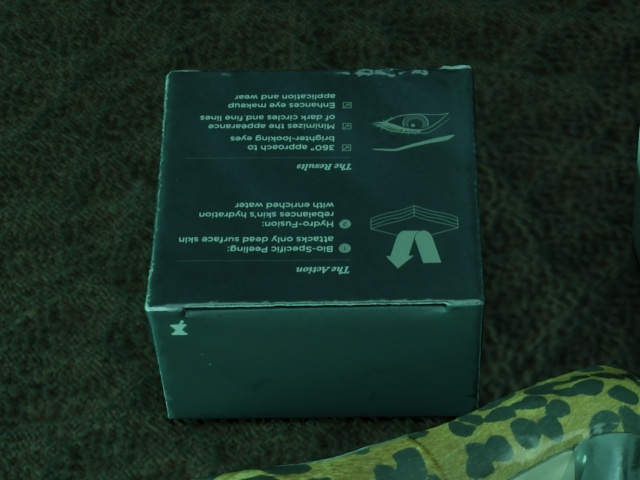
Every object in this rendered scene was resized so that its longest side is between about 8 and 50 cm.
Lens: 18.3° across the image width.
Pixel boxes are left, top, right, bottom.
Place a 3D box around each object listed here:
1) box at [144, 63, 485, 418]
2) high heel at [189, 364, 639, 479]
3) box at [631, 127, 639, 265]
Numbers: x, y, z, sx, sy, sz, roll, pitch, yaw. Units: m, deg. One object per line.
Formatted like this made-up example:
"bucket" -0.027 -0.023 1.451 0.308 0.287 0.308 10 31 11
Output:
"box" 0.000 0.000 0.982 0.156 0.093 0.158 -1 49 2
"high heel" 0.028 0.113 0.912 0.261 0.093 0.186 4 32 17
"box" 0.256 0.043 0.844 0.168 0.215 0.345 -7 48 -2
